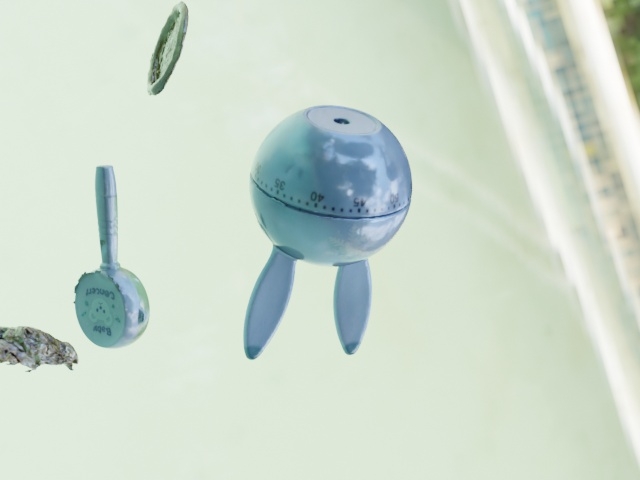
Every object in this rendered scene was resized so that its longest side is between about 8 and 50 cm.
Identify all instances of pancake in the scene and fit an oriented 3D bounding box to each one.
[{"bbox_3d":[-0.169,-0.212,2.189,0.011,0.115,0.115,20,39,-18],"label":"pancake"}]

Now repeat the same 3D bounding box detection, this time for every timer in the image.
[{"bbox_3d":[-0.003,-0.020,1.943,0.255,0.175,0.175,112,-19,-45],"label":"timer"}]

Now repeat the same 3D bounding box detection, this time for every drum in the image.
[{"bbox_3d":[-0.280,0.031,2.741,0.049,0.130,0.253,-13,120,-47],"label":"drum"}]

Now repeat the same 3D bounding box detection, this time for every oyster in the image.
[{"bbox_3d":[-0.341,0.124,2.288,0.148,0.103,0.051,22,83,-54],"label":"oyster"}]
